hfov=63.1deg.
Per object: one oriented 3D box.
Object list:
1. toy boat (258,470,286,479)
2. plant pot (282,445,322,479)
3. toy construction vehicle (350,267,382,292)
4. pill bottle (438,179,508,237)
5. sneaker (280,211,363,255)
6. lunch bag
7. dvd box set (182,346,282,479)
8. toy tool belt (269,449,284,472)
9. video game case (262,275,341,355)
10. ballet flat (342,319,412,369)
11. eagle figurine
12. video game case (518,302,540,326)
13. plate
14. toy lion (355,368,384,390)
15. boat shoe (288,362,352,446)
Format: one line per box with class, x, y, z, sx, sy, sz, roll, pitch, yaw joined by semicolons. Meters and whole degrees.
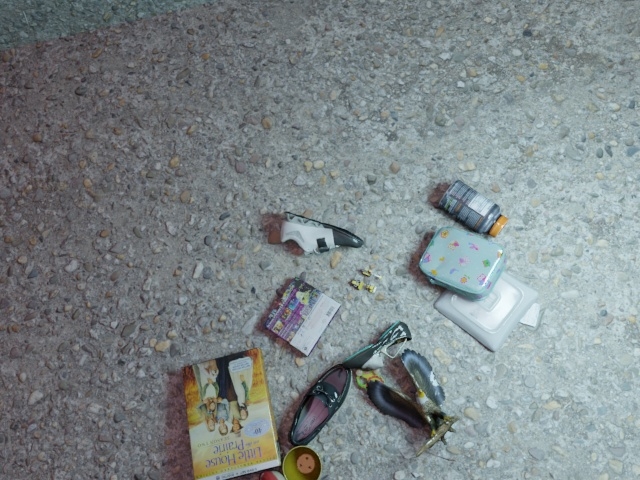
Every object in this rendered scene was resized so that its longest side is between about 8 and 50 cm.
toy boat;-0.187;0.892;1.735;0.151;0.151;0.230;7;77;-28
plant pot;-0.056;0.778;1.804;0.134;0.095;0.134;-2;73;7
toy construction vehicle;0.175;0.152;1.990;0.098;0.035;0.085;25;78;13
pill bottle;0.581;-0.113;1.967;0.246;0.130;0.130;37;81;15
sneaker;0.000;0.000;2.028;0.331;0.122;0.146;16;94;10
lunch bag;0.510;0.085;1.895;0.279;0.108;0.224;24;80;36
dvd box set;-0.325;0.627;1.874;0.308;0.062;0.420;-15;65;3
toy tool belt;-0.164;0.778;1.841;0.051;0.052;0.083;15;75;3
video game case;-0.070;0.285;1.978;0.210;0.042;0.232;31;79;14
ballet flat;0.213;0.396;1.868;0.281;0.095;0.096;-34;69;-10
eagle figurine;0.336;0.550;1.798;0.227;0.225;0.298;-5;32;-34
video game case;0.730;0.256;1.902;0.122;0.011;0.087;16;77;11
plate;0.606;0.215;1.905;0.277;0.045;0.278;38;83;18
toy lion;0.182;0.510;1.889;0.100;0.034;0.096;-7;81;5
boat shoe;-0.004;0.580;1.846;0.127;0.113;0.340;38;81;17
